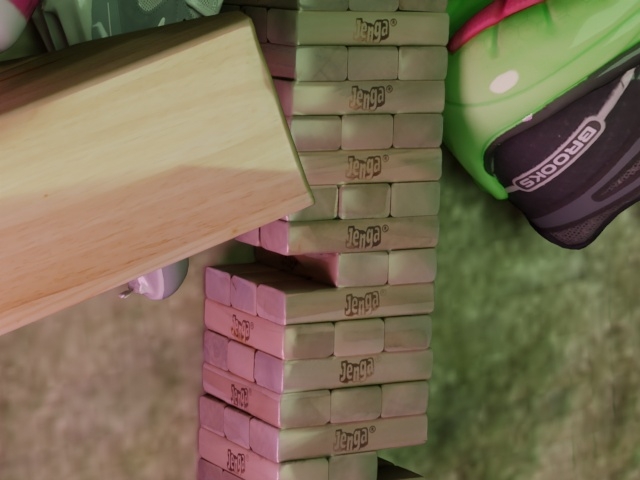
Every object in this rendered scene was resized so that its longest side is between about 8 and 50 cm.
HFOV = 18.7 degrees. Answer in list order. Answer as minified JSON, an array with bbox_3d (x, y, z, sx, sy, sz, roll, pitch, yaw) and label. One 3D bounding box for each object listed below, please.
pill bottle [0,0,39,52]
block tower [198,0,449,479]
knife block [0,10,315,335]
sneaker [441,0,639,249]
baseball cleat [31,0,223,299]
[{"bbox_3d":[-0.144,-0.237,0.827,0.160,0.160,0.283,29,83,-30],"label":"pill bottle"},{"bbox_3d":[0.000,0.000,0.985,0.097,0.091,0.336,-4,99,-30],"label":"block tower"},{"bbox_3d":[-0.174,0.004,0.807,0.242,0.275,0.088,-44,120,-50],"label":"knife block"},{"bbox_3d":[0.287,-0.149,1.049,0.482,0.185,0.202,-23,126,4],"label":"sneaker"},{"bbox_3d":[-0.080,-0.077,0.939,0.109,0.072,0.206,-26,111,-27],"label":"baseball cleat"}]
